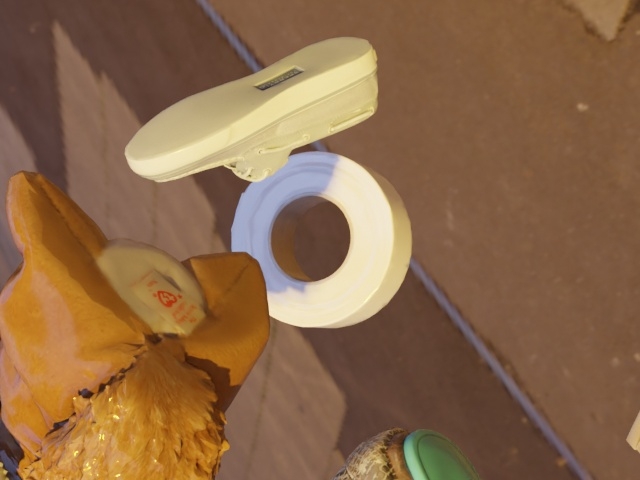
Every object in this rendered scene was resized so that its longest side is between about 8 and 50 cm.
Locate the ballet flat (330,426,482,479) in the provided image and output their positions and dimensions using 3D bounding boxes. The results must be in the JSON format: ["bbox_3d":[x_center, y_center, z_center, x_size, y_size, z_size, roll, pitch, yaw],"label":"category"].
[{"bbox_3d":[0.131,0.352,0.865,0.164,0.182,0.482,19,-151,-52],"label":"ballet flat"}]

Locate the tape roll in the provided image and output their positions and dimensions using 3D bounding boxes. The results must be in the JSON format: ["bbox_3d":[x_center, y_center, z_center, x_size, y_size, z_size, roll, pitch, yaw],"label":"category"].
[{"bbox_3d":[0.000,0.000,2.064,0.286,0.286,0.100,58,-163,16],"label":"tape roll"}]

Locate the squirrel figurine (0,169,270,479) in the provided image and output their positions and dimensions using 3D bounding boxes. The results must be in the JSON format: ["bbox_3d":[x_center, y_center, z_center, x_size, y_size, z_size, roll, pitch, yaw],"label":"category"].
[{"bbox_3d":[-0.237,0.205,1.264,0.370,0.281,0.397,-52,37,29],"label":"squirrel figurine"}]

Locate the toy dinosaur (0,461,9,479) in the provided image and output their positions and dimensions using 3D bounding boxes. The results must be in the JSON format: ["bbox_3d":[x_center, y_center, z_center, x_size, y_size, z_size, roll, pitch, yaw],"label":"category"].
[{"bbox_3d":[-0.354,0.304,1.166,0.121,0.160,0.313,-14,72,30],"label":"toy dinosaur"}]

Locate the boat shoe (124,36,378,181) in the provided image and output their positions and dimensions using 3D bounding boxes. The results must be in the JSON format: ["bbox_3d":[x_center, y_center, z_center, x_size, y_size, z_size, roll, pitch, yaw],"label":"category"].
[{"bbox_3d":[-0.047,-0.089,1.044,0.079,0.228,0.081,39,151,52],"label":"boat shoe"}]

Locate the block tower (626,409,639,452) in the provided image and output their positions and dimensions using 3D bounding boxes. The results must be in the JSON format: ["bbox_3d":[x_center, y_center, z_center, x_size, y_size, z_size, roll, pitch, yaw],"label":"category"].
[{"bbox_3d":[0.359,0.208,0.943,0.335,0.091,0.097,-122,46,-58],"label":"block tower"}]
